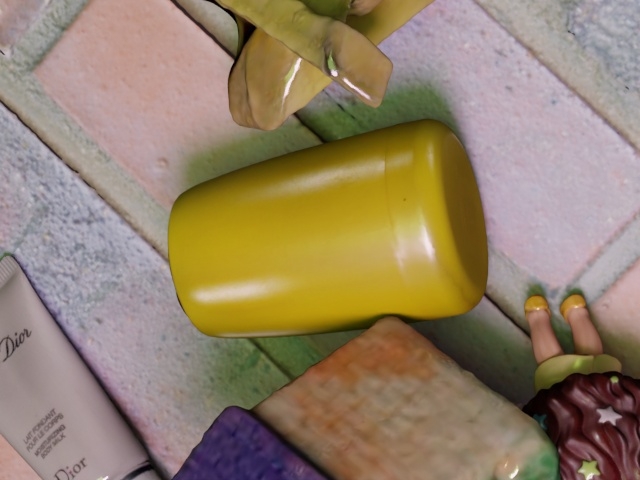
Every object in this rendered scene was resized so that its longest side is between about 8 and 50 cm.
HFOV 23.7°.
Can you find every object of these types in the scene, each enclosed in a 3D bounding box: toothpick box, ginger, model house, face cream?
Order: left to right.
[{"bbox_3d":[-0.258,0.174,1.508,0.143,0.089,0.314,-45,76,15],"label":"face cream"},{"bbox_3d":[0.000,0.000,1.364,0.271,0.175,0.175,-11,96,18],"label":"toothpick box"},{"bbox_3d":[0.011,-0.313,1.296,0.359,0.211,0.413,-9,96,13],"label":"ginger"},{"bbox_3d":[0.014,0.271,1.276,0.245,0.280,0.312,38,144,31],"label":"model house"}]

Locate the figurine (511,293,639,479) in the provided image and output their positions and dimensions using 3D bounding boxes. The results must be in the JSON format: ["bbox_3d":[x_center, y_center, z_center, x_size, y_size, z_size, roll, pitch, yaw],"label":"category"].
[{"bbox_3d":[0.228,0.152,1.318,0.175,0.240,0.115,-6,129,-5],"label":"figurine"}]
